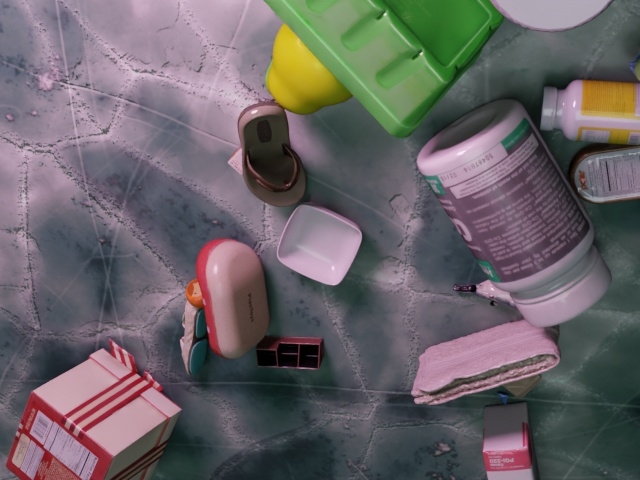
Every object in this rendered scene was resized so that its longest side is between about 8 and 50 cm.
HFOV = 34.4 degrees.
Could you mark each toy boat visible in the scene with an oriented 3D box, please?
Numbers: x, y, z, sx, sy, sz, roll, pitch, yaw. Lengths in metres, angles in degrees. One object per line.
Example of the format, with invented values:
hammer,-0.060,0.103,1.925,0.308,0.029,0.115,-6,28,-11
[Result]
toy boat,-0.196,0.107,1.999,0.151,0.151,0.231,9,118,30

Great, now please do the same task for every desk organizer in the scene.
desk organizer,-0.062,0.224,2.066,0.130,0.050,0.047,1,115,11

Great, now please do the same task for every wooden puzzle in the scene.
wooden puzzle,0.384,0.266,2.016,0.078,0.014,0.116,46,115,-6

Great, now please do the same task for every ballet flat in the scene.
ballet flat,-0.258,0.192,2.100,0.052,0.057,0.168,26,117,30

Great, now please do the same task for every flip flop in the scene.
flip flop,-0.080,-0.136,1.818,0.112,0.080,0.277,-20,149,-7

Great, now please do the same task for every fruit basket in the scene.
fruit basket,0.060,-0.349,1.696,0.392,0.283,0.392,34,158,16

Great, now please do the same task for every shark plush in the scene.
shark plush,0.330,0.109,1.932,0.161,0.073,0.067,-1,145,7

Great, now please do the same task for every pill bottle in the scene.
pill bottle,0.461,-0.214,1.720,0.184,0.103,0.103,5,116,9
pill bottle,0.339,-0.042,1.771,0.204,0.204,0.361,-28,106,22

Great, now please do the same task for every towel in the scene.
towel,0.306,0.215,1.911,0.282,0.187,0.049,-20,105,18

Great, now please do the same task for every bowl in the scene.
bowl,0.000,0.000,1.946,0.142,0.053,0.142,25,117,-2

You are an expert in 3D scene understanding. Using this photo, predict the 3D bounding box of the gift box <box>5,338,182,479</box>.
gift box,-0.464,0.377,2.116,0.276,0.258,0.255,39,120,14

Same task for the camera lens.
camera lens,0.346,-0.439,1.540,0.219,0.274,0.219,5,116,10

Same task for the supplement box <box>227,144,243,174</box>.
supplement box,-0.119,-0.172,1.883,0.036,0.062,0.098,43,115,-11

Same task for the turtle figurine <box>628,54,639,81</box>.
turtle figurine,0.637,-0.250,1.572,0.266,0.274,0.198,-13,97,-15

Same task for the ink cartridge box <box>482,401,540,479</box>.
ink cartridge box,0.378,0.452,2.023,0.092,0.158,0.218,-9,113,14

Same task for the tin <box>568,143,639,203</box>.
tin,0.526,-0.121,1.790,0.189,0.040,0.106,-8,109,15
